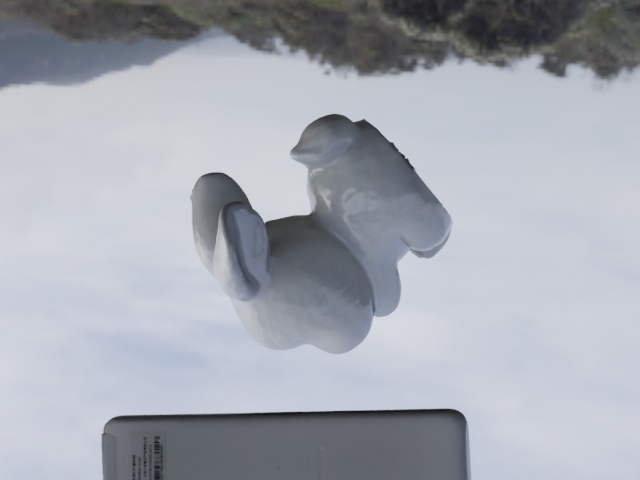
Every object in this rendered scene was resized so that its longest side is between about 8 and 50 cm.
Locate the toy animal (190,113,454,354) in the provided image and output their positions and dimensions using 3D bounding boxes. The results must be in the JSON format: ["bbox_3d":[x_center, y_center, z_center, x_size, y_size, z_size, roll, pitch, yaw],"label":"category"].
[{"bbox_3d":[0.001,-0.008,0.863,0.193,0.179,0.127,-34,-147,-4],"label":"toy animal"}]

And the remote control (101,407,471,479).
[{"bbox_3d":[-0.029,0.145,0.693,0.260,0.067,0.029,-5,172,22],"label":"remote control"}]
